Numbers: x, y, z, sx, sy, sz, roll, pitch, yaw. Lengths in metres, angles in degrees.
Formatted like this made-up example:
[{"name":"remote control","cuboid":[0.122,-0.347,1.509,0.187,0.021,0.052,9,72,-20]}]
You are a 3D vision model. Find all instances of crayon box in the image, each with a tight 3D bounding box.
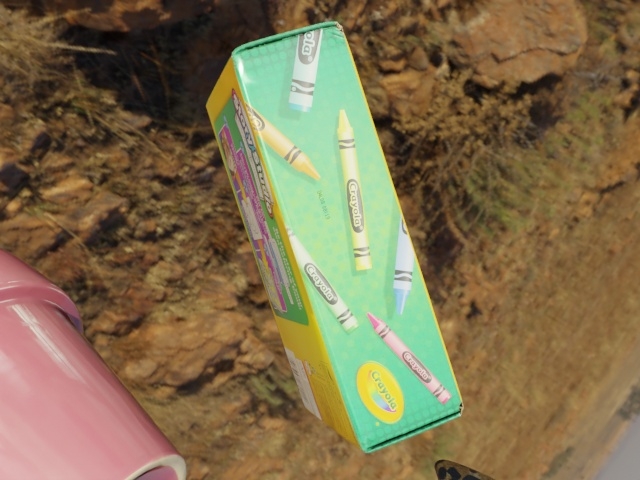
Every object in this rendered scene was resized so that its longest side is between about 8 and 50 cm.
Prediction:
[{"name":"crayon box","cuboid":[0.000,0.000,0.582,0.081,0.278,0.165,-19,-177,-14]}]

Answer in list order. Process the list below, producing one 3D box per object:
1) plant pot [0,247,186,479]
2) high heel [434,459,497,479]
[{"name":"plant pot","cuboid":[-0.188,0.129,0.460,0.201,0.180,0.201,-49,158,-28]},{"name":"high heel","cuboid":[0.257,0.303,0.861,0.093,0.261,0.186,-30,153,-43]}]
